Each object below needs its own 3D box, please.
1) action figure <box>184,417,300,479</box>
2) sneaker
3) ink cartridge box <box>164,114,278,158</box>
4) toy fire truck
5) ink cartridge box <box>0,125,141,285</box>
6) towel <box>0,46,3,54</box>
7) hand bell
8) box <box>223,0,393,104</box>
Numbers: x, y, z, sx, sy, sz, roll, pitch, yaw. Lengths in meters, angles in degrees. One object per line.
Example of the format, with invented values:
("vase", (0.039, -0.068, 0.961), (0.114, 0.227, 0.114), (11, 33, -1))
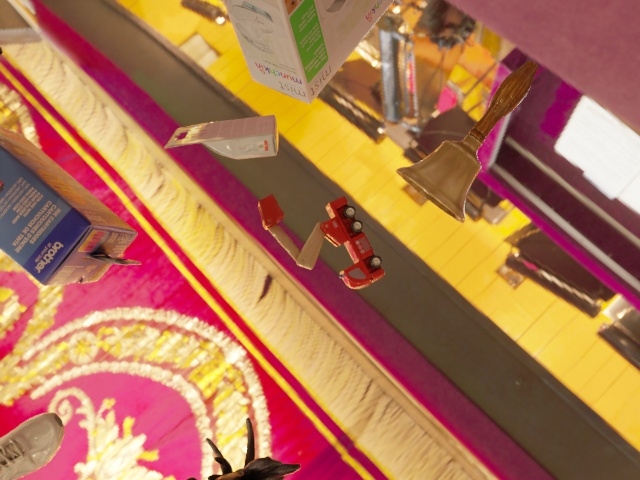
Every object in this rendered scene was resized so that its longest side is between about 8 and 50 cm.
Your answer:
("action figure", (-0.076, 0.265, 0.484), (0.141, 0.164, 0.276), (59, -157, -20))
("sneaker", (-0.353, 0.247, 0.750), (0.054, 0.152, 0.061), (53, 175, 10))
("ink cartridge box", (-0.162, -0.168, 1.150), (0.145, 0.179, 0.045), (-97, -3, -68))
("toy fire truck", (0.000, 0.000, 1.048), (0.192, 0.135, 0.047), (63, 171, 3))
("ink cartridge box", (-0.533, -0.052, 1.309), (0.395, 0.151, 0.270), (41, 180, 2))
("towel", (-0.214, -0.077, 0.322), (0.067, 0.119, 0.029), (18, 144, 7))
("hand bell", (0.233, -0.156, 0.983), (0.126, 0.242, 0.126), (38, -176, -3))
("box", (-0.013, -0.384, 1.011), (0.127, 0.262, 0.231), (27, 159, 24))
